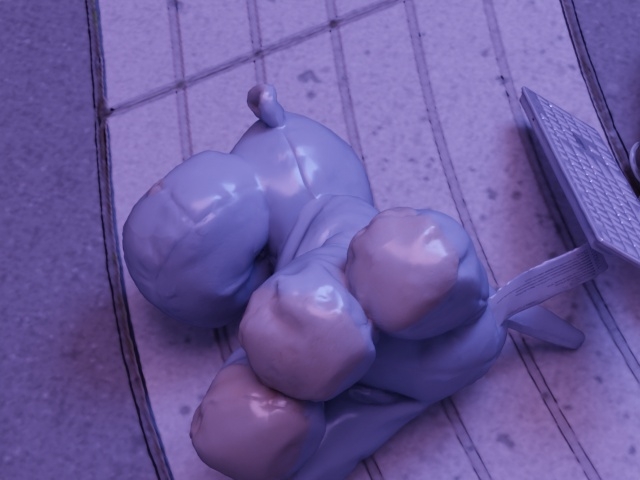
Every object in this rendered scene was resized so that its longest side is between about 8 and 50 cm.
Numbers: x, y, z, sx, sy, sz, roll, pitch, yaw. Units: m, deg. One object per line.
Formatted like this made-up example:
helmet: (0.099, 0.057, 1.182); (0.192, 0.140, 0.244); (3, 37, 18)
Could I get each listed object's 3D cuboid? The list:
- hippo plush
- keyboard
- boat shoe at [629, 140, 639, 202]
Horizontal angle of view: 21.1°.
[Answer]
hippo plush: (0.000, 0.000, 1.112); (0.294, 0.234, 0.236); (-30, 63, -17)
keyboard: (0.190, -0.041, 1.179); (0.072, 0.014, 0.256); (23, 23, -16)
boat shoe: (0.274, -0.074, 1.253); (0.095, 0.079, 0.254); (3, 55, 4)
